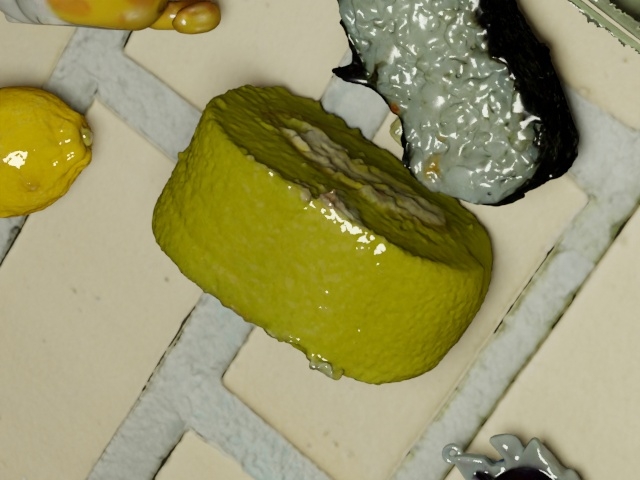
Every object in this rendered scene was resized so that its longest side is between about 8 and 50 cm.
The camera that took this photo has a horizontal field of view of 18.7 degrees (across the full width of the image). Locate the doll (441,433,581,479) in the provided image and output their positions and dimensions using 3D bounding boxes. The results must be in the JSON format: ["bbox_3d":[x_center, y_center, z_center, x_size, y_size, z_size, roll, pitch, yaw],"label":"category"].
[{"bbox_3d":[0.182,0.215,1.542,0.195,0.070,0.096,30,108,7],"label":"doll"}]

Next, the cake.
[{"bbox_3d":[0.000,0.000,1.513,0.260,0.179,0.156,34,117,16],"label":"cake"}]

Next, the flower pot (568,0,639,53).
[{"bbox_3d":[0.249,-0.259,1.293,0.290,0.290,0.259,41,104,12],"label":"flower pot"}]

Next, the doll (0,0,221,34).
[{"bbox_3d":[-0.194,-0.287,1.552,0.166,0.162,0.270,14,119,56],"label":"doll"}]

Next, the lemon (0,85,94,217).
[{"bbox_3d":[-0.264,-0.076,1.666,0.155,0.114,0.114,-10,99,27],"label":"lemon"}]

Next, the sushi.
[{"bbox_3d":[0.101,-0.123,1.468,0.147,0.115,0.212,-33,86,26],"label":"sushi"}]

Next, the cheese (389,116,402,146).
[{"bbox_3d":[0.089,-0.068,1.528,0.083,0.044,0.030,49,114,11],"label":"cheese"}]
